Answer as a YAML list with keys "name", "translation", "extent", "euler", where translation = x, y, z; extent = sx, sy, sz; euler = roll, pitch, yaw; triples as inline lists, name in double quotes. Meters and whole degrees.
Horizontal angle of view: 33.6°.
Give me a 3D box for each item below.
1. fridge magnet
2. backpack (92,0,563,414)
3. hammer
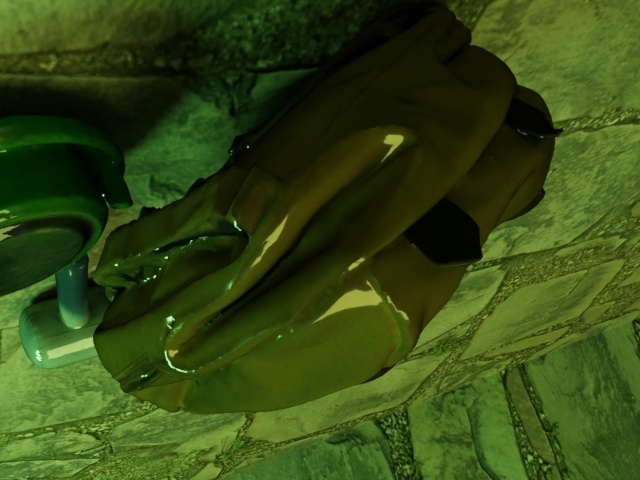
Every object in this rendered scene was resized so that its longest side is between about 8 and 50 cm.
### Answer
- name: "fridge magnet"
  translation: [-0.237, -0.018, 0.760]
  extent: [0.208, 0.088, 0.208]
  euler: [-24, 166, -6]
- name: "backpack"
  translation: [-0.003, -0.006, 0.800]
  extent: [0.378, 0.201, 0.353]
  euler: [-28, -168, 50]
- name: "hammer"
  translation: [-0.230, 0.054, 1.002]
  extent: [0.116, 0.069, 0.194]
  euler: [-15, 154, -18]
